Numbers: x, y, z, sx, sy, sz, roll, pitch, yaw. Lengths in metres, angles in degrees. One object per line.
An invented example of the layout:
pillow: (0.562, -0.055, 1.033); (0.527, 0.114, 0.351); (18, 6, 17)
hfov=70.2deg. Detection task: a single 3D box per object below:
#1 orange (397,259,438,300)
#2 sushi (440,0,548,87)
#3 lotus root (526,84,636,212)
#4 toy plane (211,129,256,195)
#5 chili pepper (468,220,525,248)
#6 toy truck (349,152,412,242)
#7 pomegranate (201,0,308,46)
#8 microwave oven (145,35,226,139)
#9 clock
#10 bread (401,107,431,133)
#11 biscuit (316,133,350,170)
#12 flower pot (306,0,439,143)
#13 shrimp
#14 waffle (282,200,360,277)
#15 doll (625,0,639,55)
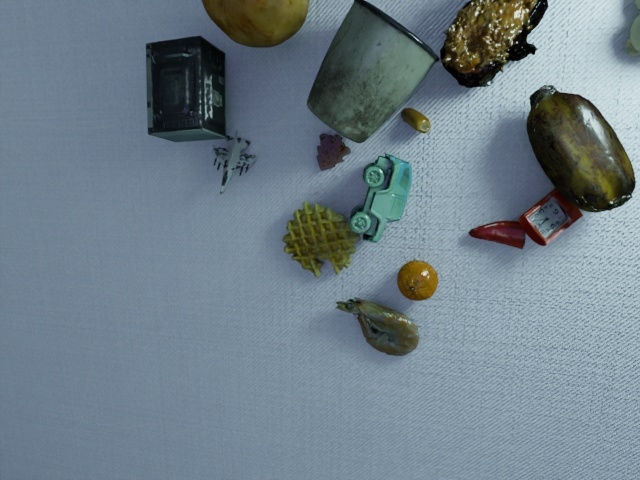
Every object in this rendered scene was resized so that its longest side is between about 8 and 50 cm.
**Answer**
orange: (0.318, 0.134, 1.492); (0.135, 0.117, 0.136); (2, 106, 8)
sushi: (0.497, -0.588, 1.261); (0.234, 0.207, 0.349); (39, 103, 10)
lotus root: (0.718, -0.256, 1.275); (0.195, 0.179, 0.398); (-30, 86, 2)
toy plane: (-0.312, -0.266, 1.589); (0.159, 0.082, 0.234); (14, 92, 2)
chili pepper: (0.554, -0.022, 1.434); (0.168, 0.065, 0.088); (3, 84, 17)
toy truck: (0.191, -0.135, 1.454); (0.156, 0.155, 0.279); (15, 104, 2)
pomegranate: (-0.186, -0.756, 1.365); (0.337, 0.338, 0.339); (3, 102, 14)
microwave oven: (-0.445, -0.492, 1.501); (0.237, 0.181, 0.295); (0, 92, 18)
clock: (0.682, -0.070, 1.362); (0.155, 0.061, 0.113); (-37, 89, -6)
bread: (0.304, -0.380, 1.434); (0.062, 0.103, 0.049); (10, 122, -32)
biscuit: (0.032, -0.294, 1.529); (0.119, 0.019, 0.130); (33, 106, 6)
flower pot: (0.135, -0.480, 1.341); (0.293, 0.293, 0.330); (38, 114, 4)
shrimp: (0.190, 0.298, 1.580); (0.317, 0.077, 0.168); (24, 108, 5)
waffle: (0.001, -0.001, 1.567); (0.261, 0.056, 0.250); (35, 115, 7)
doll: (0.922, -0.632, 1.187); (0.175, 0.149, 0.278); (18, 93, 43)
